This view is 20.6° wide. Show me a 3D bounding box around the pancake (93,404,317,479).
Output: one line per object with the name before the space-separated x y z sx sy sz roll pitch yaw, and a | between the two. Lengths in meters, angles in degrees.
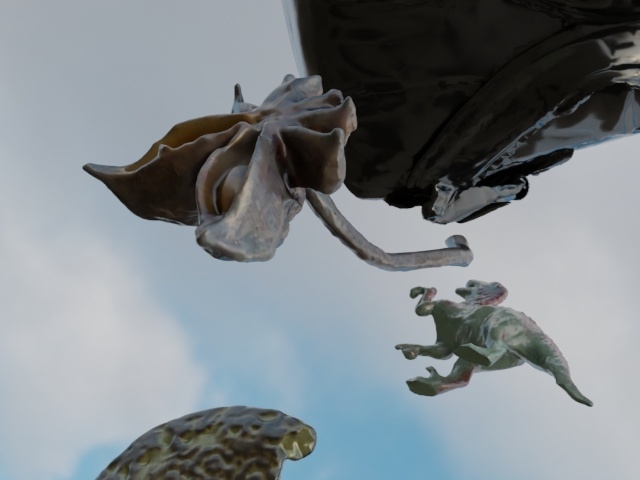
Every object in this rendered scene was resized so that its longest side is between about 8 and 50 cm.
pancake | -0.081 0.172 1.055 0.020 0.190 0.184 59 2 -36

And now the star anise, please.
star anise | 0.000 0.000 0.974 0.148 0.218 0.227 -14 -52 30

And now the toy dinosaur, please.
toy dinosaur | 0.153 0.083 1.425 0.242 0.167 0.053 12 -64 48

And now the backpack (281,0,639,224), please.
backpack | 0.191 -0.213 1.453 0.445 0.255 0.363 -12 -65 2
